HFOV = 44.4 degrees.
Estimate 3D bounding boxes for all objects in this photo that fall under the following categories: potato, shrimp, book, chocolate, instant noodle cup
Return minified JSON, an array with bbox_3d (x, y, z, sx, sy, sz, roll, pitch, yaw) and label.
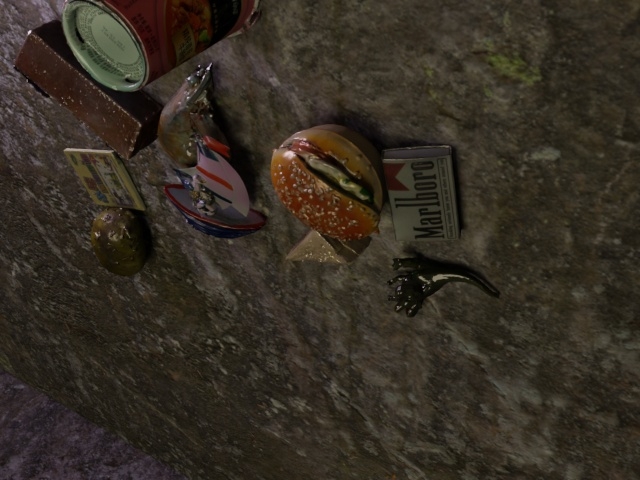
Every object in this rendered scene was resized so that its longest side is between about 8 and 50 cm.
[{"bbox_3d":[-0.503,0.013,1.956,0.149,0.113,0.251,33,142,5],"label":"potato"},{"bbox_3d":[-0.232,-0.222,1.521,0.164,0.062,0.317,34,148,-4],"label":"shrimp"},{"bbox_3d":[-0.518,-0.148,1.888,0.192,0.013,0.168,7,133,38],"label":"book"},{"bbox_3d":[-0.470,-0.315,1.596,0.321,0.112,0.112,40,136,1],"label":"chocolate"},{"bbox_3d":[-0.260,-0.364,1.230,0.244,0.255,0.244,23,142,19],"label":"instant noodle cup"}]

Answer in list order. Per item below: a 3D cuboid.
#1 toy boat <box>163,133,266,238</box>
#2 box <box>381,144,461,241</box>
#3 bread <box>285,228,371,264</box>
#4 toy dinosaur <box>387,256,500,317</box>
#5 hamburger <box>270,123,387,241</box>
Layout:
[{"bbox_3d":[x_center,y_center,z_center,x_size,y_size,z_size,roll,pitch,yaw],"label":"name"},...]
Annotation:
[{"bbox_3d":[-0.196,-0.099,1.588,0.219,0.072,0.318,33,146,-12],"label":"toy boat"},{"bbox_3d":[0.170,-0.073,1.306,0.115,0.036,0.177,-2,130,16],"label":"box"},{"bbox_3d":[0.012,0.017,1.535,0.105,0.077,0.152,43,145,-1],"label":"bread"},{"bbox_3d":[0.219,0.084,1.474,0.179,0.087,0.187,3,161,-10],"label":"toy dinosaur"},{"bbox_3d":[0.013,-0.097,1.356,0.237,0.147,0.236,26,144,20],"label":"hamburger"}]
